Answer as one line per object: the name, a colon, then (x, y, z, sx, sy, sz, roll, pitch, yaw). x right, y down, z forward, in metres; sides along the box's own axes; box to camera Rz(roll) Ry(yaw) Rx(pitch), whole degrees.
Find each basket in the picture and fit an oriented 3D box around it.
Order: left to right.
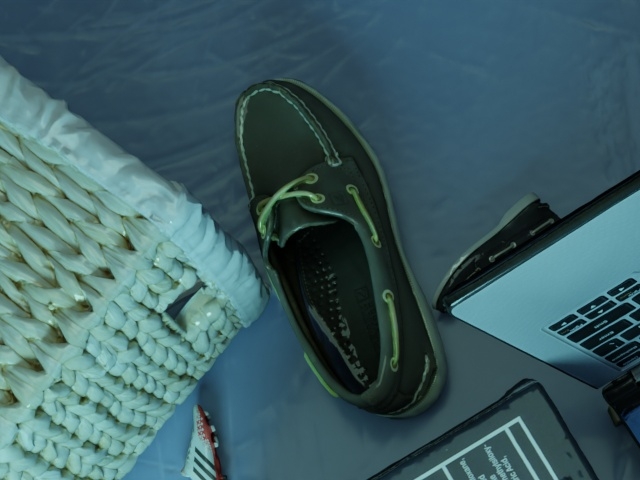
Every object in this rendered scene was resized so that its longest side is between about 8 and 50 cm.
basket: (-0.259, 0.018, 1.461, 0.331, 0.328, 0.266, 36, 84, 15)

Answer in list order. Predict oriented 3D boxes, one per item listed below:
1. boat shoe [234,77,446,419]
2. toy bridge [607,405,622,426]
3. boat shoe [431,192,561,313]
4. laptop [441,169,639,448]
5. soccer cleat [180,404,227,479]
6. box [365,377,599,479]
boat shoe: (0.004, -0.002, 1.544, 0.109, 0.091, 0.305, -31, 71, 20)
toy bridge: (0.255, 0.125, 1.522, 0.063, 0.026, 0.188, -22, 73, -2)
boat shoe: (0.141, 0.017, 1.557, 0.125, 0.046, 0.038, -43, 69, -14)
laptop: (0.364, 0.080, 1.296, 0.382, 0.408, 0.236, -34, 60, 19)
soccer cleat: (-0.096, 0.172, 1.552, 0.035, 0.029, 0.083, -14, 78, -1)
box: (0.111, 0.306, 1.404, 0.294, 0.183, 0.296, -31, 74, 2)
